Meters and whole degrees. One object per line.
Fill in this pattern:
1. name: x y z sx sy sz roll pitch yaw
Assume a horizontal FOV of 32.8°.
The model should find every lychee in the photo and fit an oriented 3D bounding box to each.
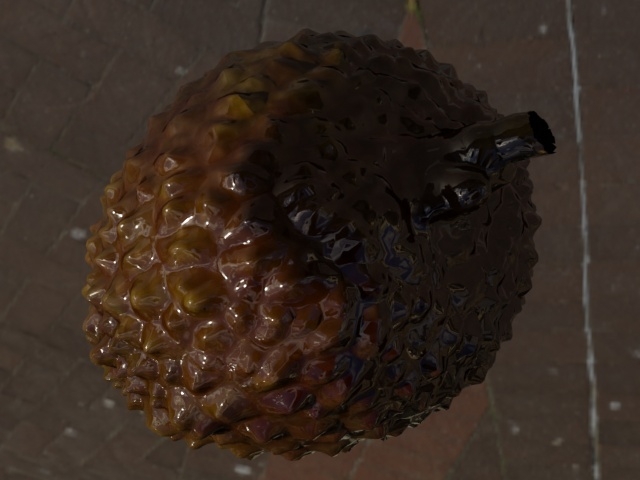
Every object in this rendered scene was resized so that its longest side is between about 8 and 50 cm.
1. lychee: 0.000 0.000 0.476 0.200 0.200 0.238 34 138 -24
